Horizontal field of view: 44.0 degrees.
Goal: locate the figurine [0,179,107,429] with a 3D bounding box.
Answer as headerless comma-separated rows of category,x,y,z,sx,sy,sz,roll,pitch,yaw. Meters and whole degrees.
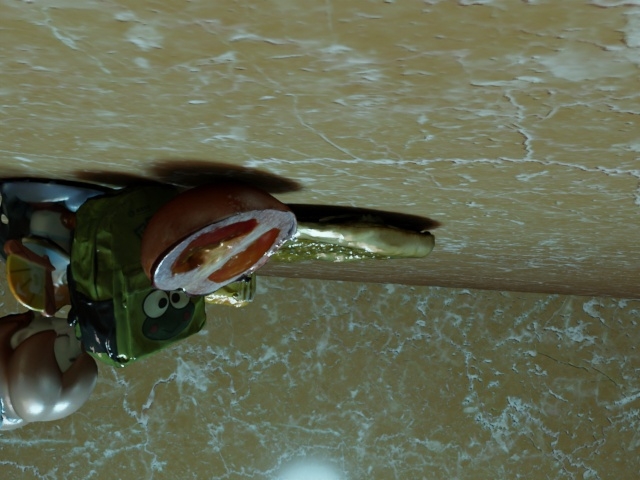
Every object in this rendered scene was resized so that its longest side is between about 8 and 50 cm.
figurine,-0.448,0.109,1.199,0.248,0.388,0.276,4,176,12

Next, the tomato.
tomato,-0.141,-0.020,1.058,0.199,0.112,0.228,-33,161,8

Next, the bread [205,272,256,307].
bread,-0.208,0.056,1.598,0.152,0.119,0.288,13,-176,-12

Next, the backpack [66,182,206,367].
backpack,-0.265,0.043,1.140,0.140,0.254,0.207,8,-160,34

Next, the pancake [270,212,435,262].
pancake,0.000,-0.002,1.392,0.382,0.071,0.382,3,174,0
